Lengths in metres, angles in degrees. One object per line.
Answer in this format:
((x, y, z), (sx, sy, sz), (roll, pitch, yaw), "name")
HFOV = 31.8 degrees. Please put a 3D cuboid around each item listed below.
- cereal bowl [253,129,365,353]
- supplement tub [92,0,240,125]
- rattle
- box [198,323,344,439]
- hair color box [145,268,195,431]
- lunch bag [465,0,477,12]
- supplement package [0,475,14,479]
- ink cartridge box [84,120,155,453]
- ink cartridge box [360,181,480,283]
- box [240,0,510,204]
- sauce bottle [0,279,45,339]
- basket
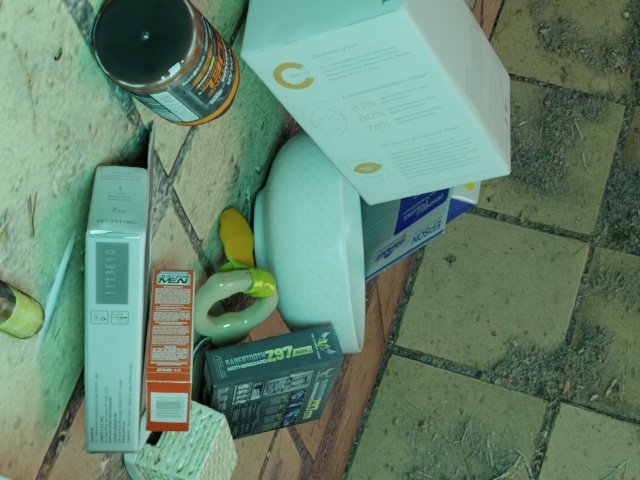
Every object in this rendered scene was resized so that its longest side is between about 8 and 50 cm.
((-0.016, 0.000, 1.661), (0.339, 0.141, 0.339), (-3, 90, -83), "cereal bowl")
((-0.141, -0.174, 1.108), (0.198, 0.106, 0.106), (33, 73, -77), "supplement tub")
((-0.146, 0.079, 1.552), (0.130, 0.143, 0.200), (-22, 152, -33), "rattle")
((-0.076, 0.206, 1.580), (0.233, 0.183, 0.059), (105, -29, -60), "box")
((-0.171, 0.123, 1.280), (0.167, 0.053, 0.093), (-93, -172, -46), "hair color box")
((0.128, -0.360, 1.814), (0.305, 0.212, 0.256), (-61, 154, -42), "lunch bag")
((-0.246, 0.335, 0.904), (0.199, 0.262, 0.198), (91, 19, -45), "supplement package")
((-0.210, 0.043, 1.184), (0.239, 0.060, 0.275), (-101, -164, -57), "ink cartridge box")
((0.155, -0.065, 1.861), (0.303, 0.072, 0.307), (-36, -145, 49), "ink cartridge box")
((0.084, -0.219, 1.434), (0.345, 0.215, 0.168), (46, 41, -48), "box")
((-0.274, 0.054, 0.953), (0.128, 0.042, 0.042), (66, 41, -73), "sauce bottle")
((-0.179, 0.285, 1.484), (0.167, 0.103, 0.113), (86, 24, -58), "basket")
